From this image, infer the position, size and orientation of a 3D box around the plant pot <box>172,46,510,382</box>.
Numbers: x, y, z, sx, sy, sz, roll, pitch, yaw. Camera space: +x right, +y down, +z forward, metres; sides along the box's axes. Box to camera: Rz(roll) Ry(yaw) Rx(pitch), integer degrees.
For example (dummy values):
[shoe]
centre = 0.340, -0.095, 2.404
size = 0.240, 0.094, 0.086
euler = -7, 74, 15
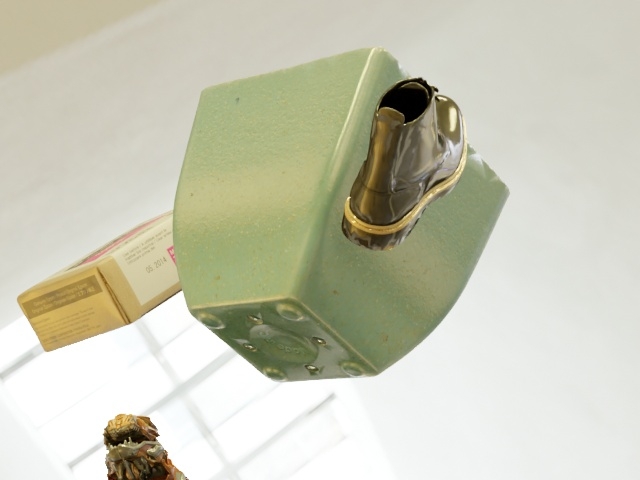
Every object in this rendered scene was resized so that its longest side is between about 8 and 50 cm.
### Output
[plant pot]
centre = 0.000, 0.000, 1.473
size = 0.247, 0.247, 0.252
euler = 43, -126, -36

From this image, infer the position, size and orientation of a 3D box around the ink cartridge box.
[ink cartridge box]
centre = -0.234, 0.038, 1.872
size = 0.193, 0.088, 0.234
euler = -21, 10, 45

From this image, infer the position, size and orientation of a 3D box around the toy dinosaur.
[toy dinosaur]
centre = -0.150, 0.335, 1.588
size = 0.164, 0.218, 0.322
euler = -33, -62, 18

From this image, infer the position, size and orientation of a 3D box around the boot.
[boot]
centre = 0.086, -0.098, 1.228
size = 0.198, 0.076, 0.137
euler = -62, -13, -47
